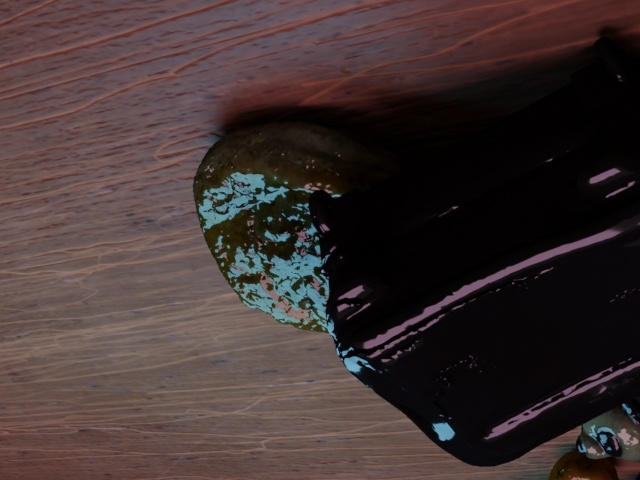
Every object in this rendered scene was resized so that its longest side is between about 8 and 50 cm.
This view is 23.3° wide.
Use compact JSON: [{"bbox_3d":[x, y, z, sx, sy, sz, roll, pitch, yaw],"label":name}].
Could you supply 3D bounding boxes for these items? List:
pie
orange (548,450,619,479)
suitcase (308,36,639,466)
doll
[{"bbox_3d":[0.000,0.000,1.509,0.277,0.078,0.277,17,135,18],"label":"pie"},{"bbox_3d":[0.326,0.296,1.920,0.086,0.062,0.086,3,108,8],"label":"orange"},{"bbox_3d":[0.203,0.035,1.349,0.345,0.188,0.339,-29,137,20],"label":"suitcase"},{"bbox_3d":[0.384,0.191,1.624,0.234,0.143,0.135,-7,107,9],"label":"doll"}]
